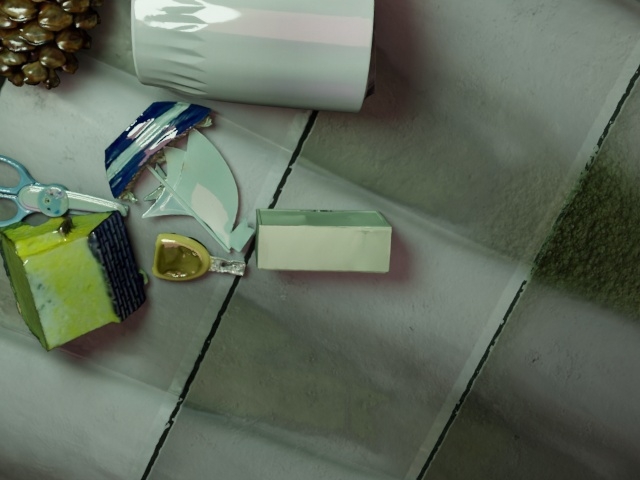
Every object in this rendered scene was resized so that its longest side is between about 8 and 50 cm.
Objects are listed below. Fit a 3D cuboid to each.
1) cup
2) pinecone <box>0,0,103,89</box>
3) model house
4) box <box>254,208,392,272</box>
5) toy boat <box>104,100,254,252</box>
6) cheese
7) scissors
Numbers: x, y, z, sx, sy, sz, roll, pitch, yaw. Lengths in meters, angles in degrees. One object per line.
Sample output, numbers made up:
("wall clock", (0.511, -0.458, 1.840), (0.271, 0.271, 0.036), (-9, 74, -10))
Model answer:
("cup", (-0.091, -0.334, 1.233), (0.371, 0.253, 0.253), (3, 103, -5))
("pinecone", (-0.436, -0.361, 1.205), (0.224, 0.224, 0.273), (5, 125, -7))
("model house", (-0.412, 0.045, 1.360), (0.211, 0.170, 0.194), (-22, 113, -27))
("box", (0.000, 0.000, 1.387), (0.225, 0.129, 0.086), (2, 104, -6))
("toy boat", (-0.250, -0.092, 1.371), (0.210, 0.070, 0.292), (-18, 108, 1))
("cheese", (-0.215, 0.038, 1.421), (0.162, 0.036, 0.086), (10, 104, -8))
("scissors", (-0.461, -0.069, 1.372), (0.256, 0.030, 0.125), (9, 106, -8))
